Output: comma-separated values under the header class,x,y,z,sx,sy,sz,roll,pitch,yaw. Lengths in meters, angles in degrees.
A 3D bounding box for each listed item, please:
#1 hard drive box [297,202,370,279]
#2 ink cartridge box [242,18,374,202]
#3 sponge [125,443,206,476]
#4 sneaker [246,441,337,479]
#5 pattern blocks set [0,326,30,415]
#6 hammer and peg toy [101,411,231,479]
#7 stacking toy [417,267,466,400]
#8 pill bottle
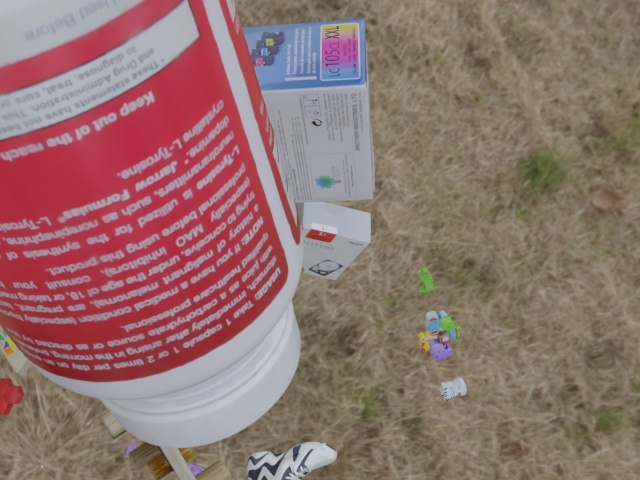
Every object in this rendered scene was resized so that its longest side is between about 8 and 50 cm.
class,x,y,z,sx,sy,sz,roll,pitch,yaw
hard drive box,0.000,0.000,1.963,0.181,0.232,0.089,12,59,-16
ink cartridge box,-0.118,-0.190,1.219,0.396,0.270,0.151,-4,55,4
sponge,-0.289,0.451,1.536,0.117,0.210,0.031,11,69,21
sneaker,-0.068,0.604,1.948,0.235,0.094,0.153,-5,45,-3
pattern blocks set,-0.645,0.190,1.695,0.325,0.026,0.285,-46,59,12
hammer and peg toy,-0.293,0.261,1.239,0.127,0.266,0.361,-31,115,-18
stacking toy,0.231,0.188,1.534,0.052,0.221,0.167,-16,37,-4
pill bottle,-0.140,-0.042,0.525,0.229,0.407,0.229,-9,42,8
